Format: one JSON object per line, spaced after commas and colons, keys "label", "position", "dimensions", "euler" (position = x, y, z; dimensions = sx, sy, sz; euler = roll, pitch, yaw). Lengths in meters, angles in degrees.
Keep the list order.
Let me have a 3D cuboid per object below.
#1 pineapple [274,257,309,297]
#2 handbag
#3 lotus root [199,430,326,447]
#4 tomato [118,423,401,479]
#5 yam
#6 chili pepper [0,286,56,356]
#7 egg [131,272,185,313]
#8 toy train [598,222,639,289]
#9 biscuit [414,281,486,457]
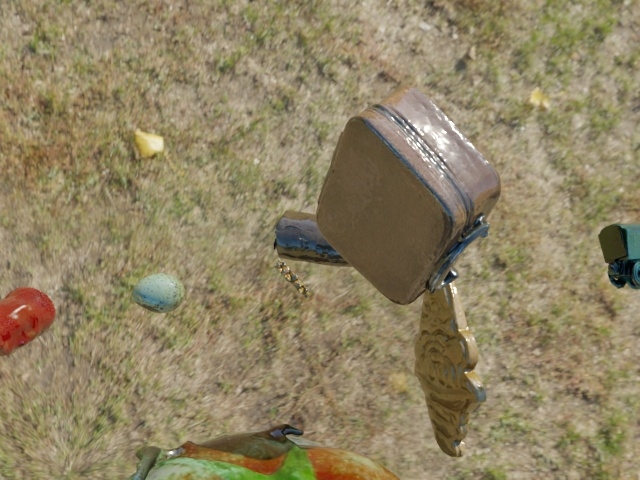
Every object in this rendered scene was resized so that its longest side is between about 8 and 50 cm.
{"label": "pineapple", "position": [-0.051, 0.062, 1.417], "dimensions": [0.019, 0.045, 0.083], "euler": [-43, 70, -4]}
{"label": "handbag", "position": [0.074, -0.029, 0.744], "dimensions": [0.072, 0.193, 0.151], "euler": [-36, 76, -29]}
{"label": "lotus root", "position": [-0.079, 0.398, 1.352], "dimensions": [0.350, 0.175, 0.175], "euler": [-2, 73, 13]}
{"label": "tomato", "position": [-0.043, 0.307, 0.684], "dimensions": [0.303, 0.303, 0.239], "euler": [4, 106, -16]}
{"label": "yam", "position": [0.000, -0.002, 1.246], "dimensions": [0.127, 0.084, 0.084], "euler": [5, 72, 7]}
{"label": "chili pepper", "position": [-0.586, 0.155, 1.585], "dimensions": [0.110, 0.387, 0.110], "euler": [0, 97, 1]}
{"label": "egg", "position": [-0.339, 0.111, 1.743], "dimensions": [0.110, 0.085, 0.085], "euler": [-4, 76, -17]}
{"label": "toy train", "position": [0.355, 0.015, 0.890], "dimensions": [0.148, 0.038, 0.071], "euler": [-3, 83, -33]}
{"label": "biscuit", "position": [0.158, 0.150, 1.063], "dimensions": [0.035, 0.162, 0.250], "euler": [0, 83, -23]}
